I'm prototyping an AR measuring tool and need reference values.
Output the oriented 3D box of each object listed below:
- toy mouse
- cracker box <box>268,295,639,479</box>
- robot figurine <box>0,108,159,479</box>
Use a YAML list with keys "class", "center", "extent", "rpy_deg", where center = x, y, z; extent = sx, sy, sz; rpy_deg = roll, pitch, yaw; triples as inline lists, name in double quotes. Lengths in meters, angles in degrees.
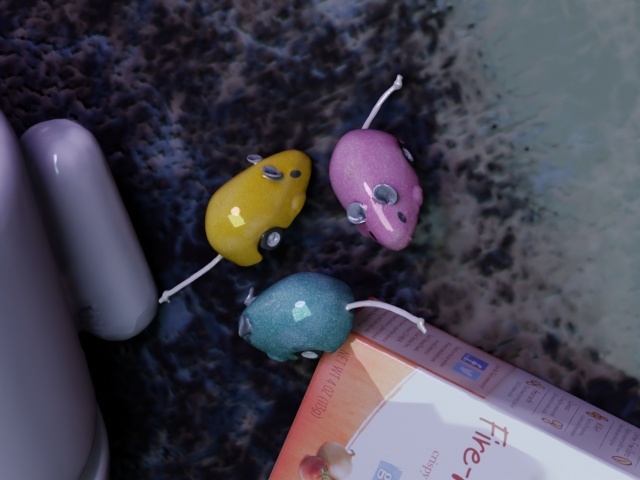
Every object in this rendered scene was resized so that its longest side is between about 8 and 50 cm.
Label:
- class: "toy mouse"
  center: [0.000, 0.000, 0.888]
  extent: [0.161, 0.031, 0.143]
  rpy_deg: [-50, 46, 6]
- class: "cracker box"
  center: [0.088, 0.149, 0.916]
  extent: [0.232, 0.067, 0.155]
  rpy_deg: [26, 109, 10]
- class: "robot figurine"
  center: [-0.210, 0.057, 0.888]
  extent: [0.200, 0.300, 0.353]
  rpy_deg: [42, 152, 44]
